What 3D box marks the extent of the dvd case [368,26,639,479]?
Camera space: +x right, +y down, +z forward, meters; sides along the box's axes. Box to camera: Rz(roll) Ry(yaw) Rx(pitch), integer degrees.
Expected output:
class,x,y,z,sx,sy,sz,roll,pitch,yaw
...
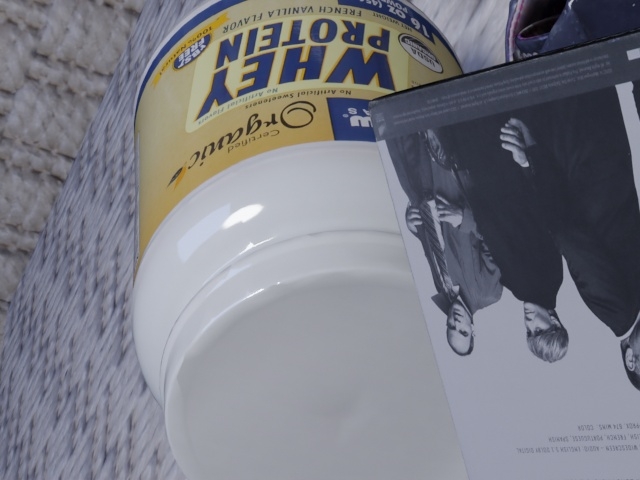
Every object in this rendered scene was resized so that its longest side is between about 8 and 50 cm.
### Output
class,x,y,z,sx,sy,sz,roll,pitch,yaw
dvd case,0.115,0.042,0.644,0.179,0.029,0.239,-9,99,49

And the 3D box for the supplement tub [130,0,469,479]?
class,x,y,z,sx,sy,sz,roll,pitch,yaw
supplement tub,0.000,0.000,0.983,0.316,0.228,0.228,-99,32,-54

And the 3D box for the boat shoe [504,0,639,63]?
class,x,y,z,sx,sy,sz,roll,pitch,yaw
boat shoe,0.137,-0.019,0.708,0.127,0.158,0.340,-170,97,-72
